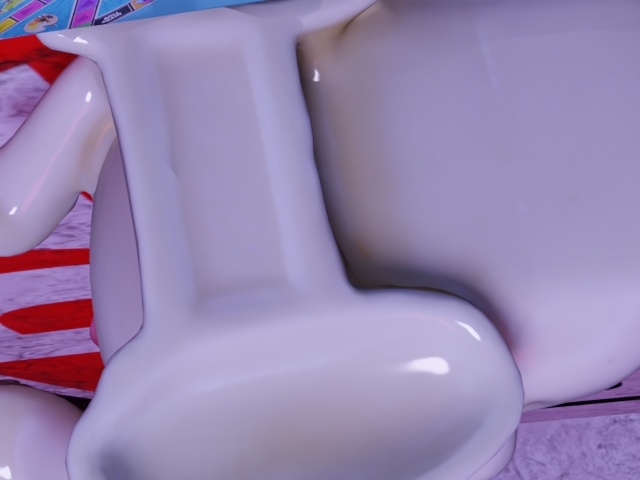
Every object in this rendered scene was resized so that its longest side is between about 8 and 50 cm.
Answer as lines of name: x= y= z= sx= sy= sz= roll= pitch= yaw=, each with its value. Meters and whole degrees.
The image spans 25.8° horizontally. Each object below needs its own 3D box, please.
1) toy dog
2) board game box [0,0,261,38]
toy dog: x=0.000 y=0.000 z=0.712 sx=0.395 sy=0.284 sz=0.408 roll=-18 pitch=169 yaw=-17
board game box: x=-0.042 y=-0.127 z=0.326 sx=0.336 sy=0.079 sz=0.254 roll=-16 pitch=174 yaw=-38
